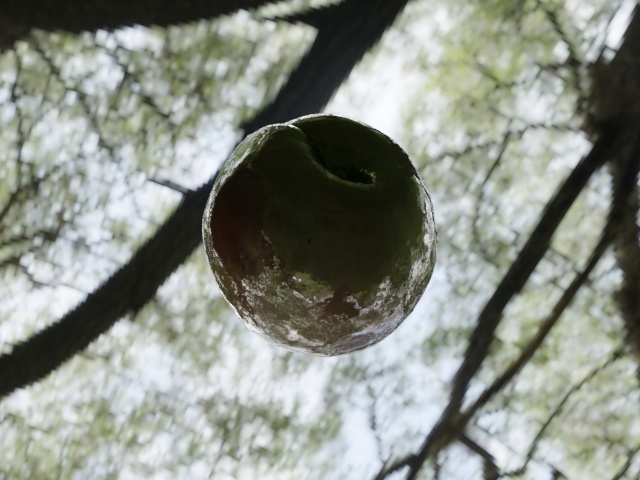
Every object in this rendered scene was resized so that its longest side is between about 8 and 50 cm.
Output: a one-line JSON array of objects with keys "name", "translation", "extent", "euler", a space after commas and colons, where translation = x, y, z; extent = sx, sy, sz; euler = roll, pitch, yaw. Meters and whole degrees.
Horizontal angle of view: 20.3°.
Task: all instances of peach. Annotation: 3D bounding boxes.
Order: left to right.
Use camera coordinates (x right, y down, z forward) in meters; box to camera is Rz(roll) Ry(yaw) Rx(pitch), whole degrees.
[{"name": "peach", "translation": [-0.001, 0.000, 0.597], "extent": [0.083, 0.083, 0.083], "euler": [11, -131, -14]}]
